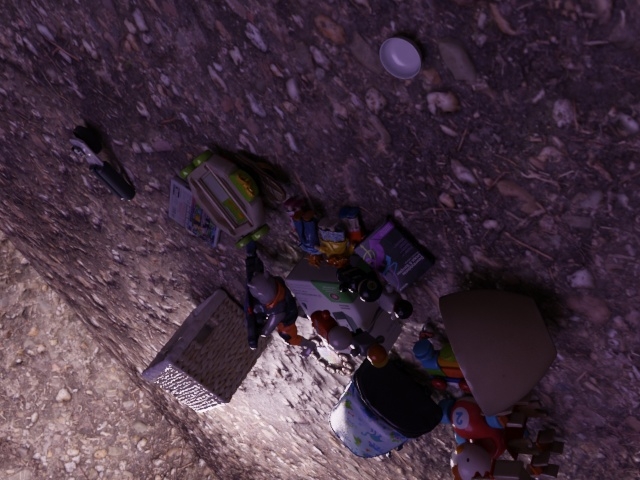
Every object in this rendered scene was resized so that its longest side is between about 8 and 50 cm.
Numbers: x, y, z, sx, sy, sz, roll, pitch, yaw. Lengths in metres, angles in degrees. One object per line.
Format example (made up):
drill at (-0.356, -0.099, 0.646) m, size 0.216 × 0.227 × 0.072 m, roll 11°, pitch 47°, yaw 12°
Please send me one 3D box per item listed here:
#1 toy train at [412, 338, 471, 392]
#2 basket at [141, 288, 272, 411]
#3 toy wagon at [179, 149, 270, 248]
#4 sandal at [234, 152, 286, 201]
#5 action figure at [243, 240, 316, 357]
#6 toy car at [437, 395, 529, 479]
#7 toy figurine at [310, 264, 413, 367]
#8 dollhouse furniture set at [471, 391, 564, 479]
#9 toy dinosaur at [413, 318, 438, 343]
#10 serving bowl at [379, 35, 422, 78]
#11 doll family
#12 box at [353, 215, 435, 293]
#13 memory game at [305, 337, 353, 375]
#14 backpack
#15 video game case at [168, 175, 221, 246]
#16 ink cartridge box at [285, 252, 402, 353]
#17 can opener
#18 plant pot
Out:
toy train at (0.364, 0.312, 1.724) m, size 0.248 × 0.105 × 0.143 m, roll -6°, pitch 139°, yaw 47°
basket at (-0.400, 0.402, 2.375) m, size 0.266 × 0.328 × 0.331 m, roll 42°, pitch 146°, yaw -10°
toy wagon at (-0.236, -0.117, 1.777) m, size 0.267 × 0.068 × 0.344 m, roll 52°, pitch 151°, yaw -9°
sandal at (-0.146, -0.169, 1.699) m, size 0.180 × 0.049 × 0.072 m, roll 41°, pitch 154°, yaw 22°
action figure at (-0.116, 0.153, 1.931) m, size 0.179 × 0.341 × 0.330 m, roll -15°, pitch 152°, yaw 14°
toy car at (0.424, 0.589, 1.905) m, size 0.219 × 0.238 × 0.210 m, roll -13°, pitch 122°, yaw 49°
toy figurine at (0.107, 0.185, 1.643) m, size 0.210 × 0.213 × 0.148 m, roll 32°, pitch 179°, yaw -34°
dollhouse furniture set at (0.496, 0.531, 1.752) m, size 0.135 × 0.259 × 0.262 m, roll -17°, pitch 118°, yaw 41°
toy dinosaur at (0.279, 0.255, 1.789) m, size 0.047 × 0.090 × 0.082 m, roll 38°, pitch -167°, yaw 17°
serving bowl at (0.150, -0.338, 1.227) m, size 0.083 × 0.027 × 0.083 m, roll 24°, pitch 145°, yaw 19°
doll family at (0.000, 0.000, 1.696) m, size 0.263 × 0.118 × 0.163 m, roll 13°, pitch 140°, yaw 33°
box at (0.176, 0.036, 1.607) m, size 0.162 × 0.029 × 0.116 m, roll 41°, pitch 113°, yaw -8°
memory game at (0.029, 0.388, 2.239) m, size 0.186 × 0.012 × 0.186 m, roll 25°, pitch 145°, yaw 19°
backpack at (0.174, 0.526, 2.083) m, size 0.290 × 0.273 × 0.355 m, roll 43°, pitch 164°, yaw 5°
video game case at (-0.377, -0.084, 2.037) m, size 0.183 × 0.023 × 0.201 m, roll 34°, pitch 146°, yaw 7°
ink cartridge box at (0.068, 0.179, 1.845) m, size 0.211 × 0.121 × 0.289 m, roll 2°, pitch 132°, yaw 42°
can opener at (-0.668, -0.232, 2.086) m, size 0.074 × 0.093 × 0.280 m, roll 12°, pitch 148°, yaw 36°
plant pot at (0.406, 0.221, 1.492) m, size 0.191 × 0.284 × 0.284 m, roll -25°, pitch 118°, yaw 15°
